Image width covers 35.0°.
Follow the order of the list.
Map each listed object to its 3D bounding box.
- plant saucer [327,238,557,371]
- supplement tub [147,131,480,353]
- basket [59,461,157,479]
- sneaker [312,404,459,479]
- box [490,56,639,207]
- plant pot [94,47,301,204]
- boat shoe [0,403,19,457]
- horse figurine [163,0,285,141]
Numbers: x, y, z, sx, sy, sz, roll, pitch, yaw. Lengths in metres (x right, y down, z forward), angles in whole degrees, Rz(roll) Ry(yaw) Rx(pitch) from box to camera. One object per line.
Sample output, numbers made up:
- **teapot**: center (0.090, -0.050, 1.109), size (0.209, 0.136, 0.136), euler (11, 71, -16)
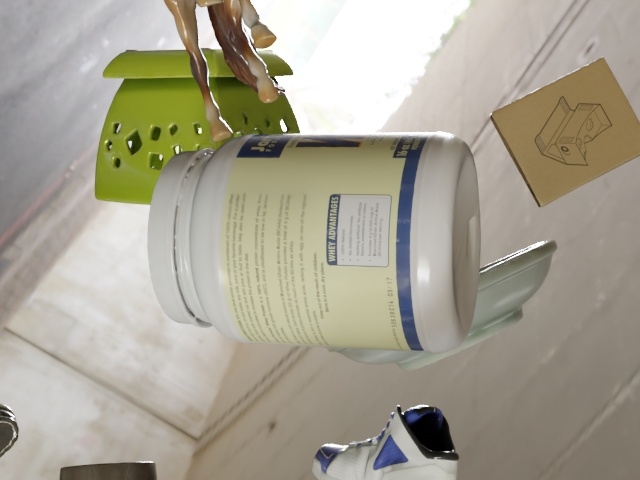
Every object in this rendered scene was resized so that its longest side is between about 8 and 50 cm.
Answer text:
- **plant saucer**: center (0.206, 0.121, 1.615), size (0.400, 0.101, 0.400), euler (-25, 176, -2)
- **supplement tub**: center (0.000, 0.000, 1.112), size (0.235, 0.324, 0.235), euler (1, 90, -73)
- **basket**: center (-0.278, 0.412, 1.343), size (0.204, 0.154, 0.227), euler (52, 34, -72)
- **sneaker**: center (0.130, 0.352, 1.676), size (0.315, 0.127, 0.182), euler (7, -95, 54)
- **box**: center (0.386, -0.167, 1.559), size (0.201, 0.164, 0.021), euler (-27, 174, -5)
- **plant pot**: center (-0.164, -0.162, 1.413), size (0.228, 0.227, 0.207), euler (-15, 106, -59)
- **boat shoe**: center (-0.398, 0.230, 1.000), size (0.227, 0.081, 0.068), euler (-22, -159, -33)
- **horse figurine**: center (-0.063, -0.166, 0.576), size (0.263, 0.066, 0.174), euler (95, -21, -75)
